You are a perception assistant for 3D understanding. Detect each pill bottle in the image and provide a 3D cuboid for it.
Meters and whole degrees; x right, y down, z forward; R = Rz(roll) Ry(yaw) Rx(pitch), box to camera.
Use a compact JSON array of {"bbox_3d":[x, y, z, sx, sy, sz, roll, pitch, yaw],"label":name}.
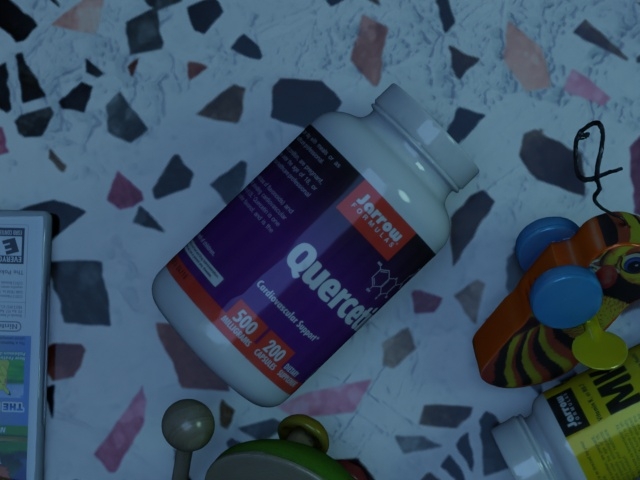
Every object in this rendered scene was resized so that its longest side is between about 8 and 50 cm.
[{"bbox_3d":[0.000,0.000,1.910,0.323,0.181,0.181,-44,84,2],"label":"pill bottle"},{"bbox_3d":[0.283,0.184,1.903,0.208,0.119,0.119,-28,84,3],"label":"pill bottle"}]

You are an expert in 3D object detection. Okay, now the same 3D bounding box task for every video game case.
[{"bbox_3d":[-0.448,0.115,2.020,0.329,0.036,0.300,1,87,5],"label":"video game case"}]

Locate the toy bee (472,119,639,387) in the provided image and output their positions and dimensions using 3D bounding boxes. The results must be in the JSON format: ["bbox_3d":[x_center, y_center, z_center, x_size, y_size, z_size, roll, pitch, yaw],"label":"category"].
[{"bbox_3d":[0.275,0.041,1.872,0.162,0.298,0.195,13,58,-17],"label":"toy bee"}]

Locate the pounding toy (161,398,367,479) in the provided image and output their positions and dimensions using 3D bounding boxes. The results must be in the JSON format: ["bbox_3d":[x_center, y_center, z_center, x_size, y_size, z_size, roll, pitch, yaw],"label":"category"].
[{"bbox_3d":[-0.035,0.232,1.930,0.237,0.183,0.110,19,48,18],"label":"pounding toy"}]
